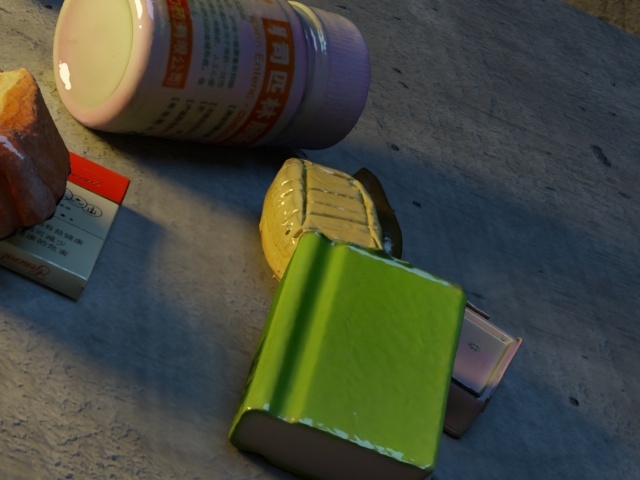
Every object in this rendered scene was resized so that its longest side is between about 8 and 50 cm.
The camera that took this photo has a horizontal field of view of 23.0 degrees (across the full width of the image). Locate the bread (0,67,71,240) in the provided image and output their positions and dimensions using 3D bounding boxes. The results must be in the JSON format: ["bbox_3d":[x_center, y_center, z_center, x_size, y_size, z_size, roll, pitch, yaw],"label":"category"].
[{"bbox_3d":[-0.362,-0.095,1.650,0.190,0.123,0.244,-12,25,4],"label":"bread"}]

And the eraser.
[{"bbox_3d":[0.035,0.131,1.669,0.210,0.092,0.274,22,44,-7],"label":"eraser"}]

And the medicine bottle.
[{"bbox_3d":[-0.137,-0.232,2.068,0.388,0.219,0.219,6,35,-43],"label":"medicine bottle"}]

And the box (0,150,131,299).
[{"bbox_3d":[-0.298,-0.032,1.750,0.139,0.035,0.245,24,27,-9],"label":"box"}]

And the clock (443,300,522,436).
[{"bbox_3d":[0.148,0.137,1.873,0.147,0.071,0.192,33,26,6],"label":"clock"}]

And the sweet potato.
[{"bbox_3d":[0.069,0.008,2.028,0.077,0.077,0.243,16,41,-27],"label":"sweet potato"}]

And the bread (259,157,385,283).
[{"bbox_3d":[0.000,0.000,1.922,0.140,0.106,0.236,20,28,-19],"label":"bread"}]
